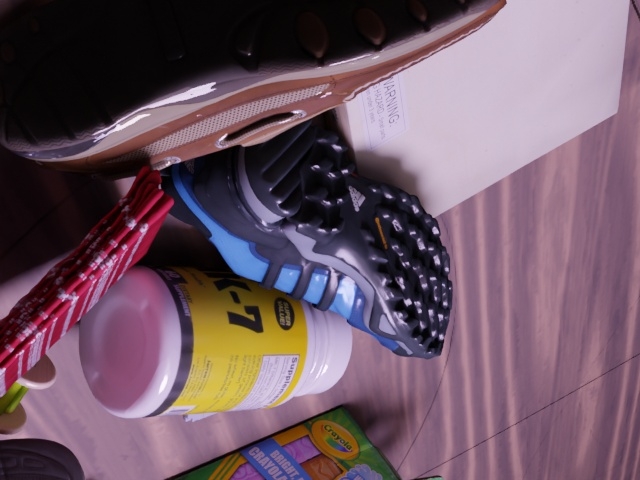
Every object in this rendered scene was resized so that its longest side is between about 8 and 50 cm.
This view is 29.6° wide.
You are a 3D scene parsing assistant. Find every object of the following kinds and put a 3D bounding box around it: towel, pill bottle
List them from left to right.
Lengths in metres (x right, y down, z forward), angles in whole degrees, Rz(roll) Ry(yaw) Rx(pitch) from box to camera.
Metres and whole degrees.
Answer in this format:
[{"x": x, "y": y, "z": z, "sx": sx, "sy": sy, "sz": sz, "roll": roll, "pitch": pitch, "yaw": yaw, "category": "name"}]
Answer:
[{"x": -0.204, "y": 0.072, "z": 0.792, "sx": 0.275, "sy": 0.031, "sz": 0.199, "roll": -47, "pitch": -178, "yaw": -17, "category": "towel"}, {"x": -0.080, "y": 0.081, "z": 0.991, "sx": 0.208, "sy": 0.119, "sz": 0.119, "roll": 3, "pitch": 128, "yaw": -45, "category": "pill bottle"}]

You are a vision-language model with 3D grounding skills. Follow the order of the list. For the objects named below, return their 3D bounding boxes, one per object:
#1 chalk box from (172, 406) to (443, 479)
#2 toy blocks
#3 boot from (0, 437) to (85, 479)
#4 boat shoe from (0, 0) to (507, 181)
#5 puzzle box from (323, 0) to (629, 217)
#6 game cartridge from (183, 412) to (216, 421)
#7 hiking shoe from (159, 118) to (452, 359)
[{"x": -0.004, "y": 0.314, "z": 1.285, "sx": 0.289, "sy": 0.179, "sz": 0.180, "roll": -19, "pitch": 141, "yaw": -27, "category": "chalk box"}, {"x": -0.289, "y": 0.141, "z": 0.927, "sx": 0.123, "sy": 0.054, "sz": 0.148, "roll": 15, "pitch": 120, "yaw": -49, "category": "toy blocks"}, {"x": -0.288, "y": 0.230, "z": 0.964, "sx": 0.236, "sy": 0.085, "sz": 0.178, "roll": -24, "pitch": 166, "yaw": -5, "category": "boot"}, {"x": -0.047, "y": -0.122, "z": 0.762, "sx": 0.324, "sy": 0.122, "sz": 0.120, "roll": -15, "pitch": 160, "yaw": 5, "category": "boat shoe"}, {"x": 0.120, "y": -0.186, "z": 0.922, "sx": 0.272, "sy": 0.052, "sz": 0.409, "roll": -29, "pitch": 145, "yaw": -12, "category": "puzzle box"}, {"x": -0.090, "y": 0.139, "z": 1.143, "sx": 0.083, "sy": 0.017, "sz": 0.056, "roll": -17, "pitch": 144, "yaw": -28, "category": "game cartridge"}, {"x": 0.000, "y": 0.000, "z": 0.953, "sx": 0.304, "sy": 0.132, "sz": 0.113, "roll": 45, "pitch": 52, "yaw": -42, "category": "hiking shoe"}]
